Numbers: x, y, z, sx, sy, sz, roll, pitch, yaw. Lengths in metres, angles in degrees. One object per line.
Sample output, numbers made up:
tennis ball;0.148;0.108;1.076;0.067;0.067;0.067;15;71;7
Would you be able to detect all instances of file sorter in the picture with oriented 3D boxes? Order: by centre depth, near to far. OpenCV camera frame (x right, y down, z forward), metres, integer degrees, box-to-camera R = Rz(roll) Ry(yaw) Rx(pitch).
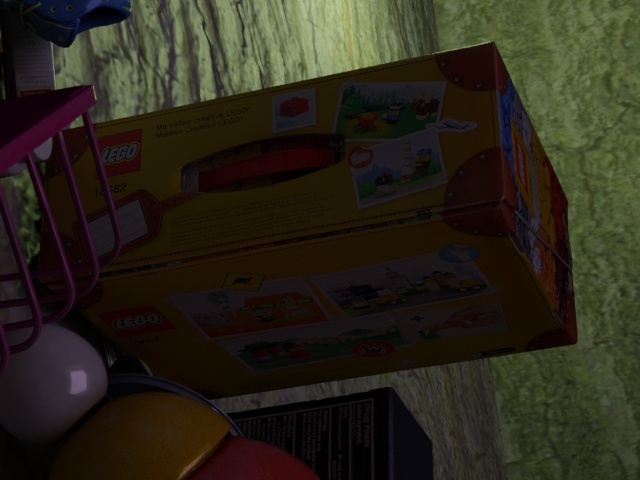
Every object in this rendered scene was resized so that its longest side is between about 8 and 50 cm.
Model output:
file sorter;-0.318;0.000;1.458;0.290;0.202;0.182;-55;134;-66

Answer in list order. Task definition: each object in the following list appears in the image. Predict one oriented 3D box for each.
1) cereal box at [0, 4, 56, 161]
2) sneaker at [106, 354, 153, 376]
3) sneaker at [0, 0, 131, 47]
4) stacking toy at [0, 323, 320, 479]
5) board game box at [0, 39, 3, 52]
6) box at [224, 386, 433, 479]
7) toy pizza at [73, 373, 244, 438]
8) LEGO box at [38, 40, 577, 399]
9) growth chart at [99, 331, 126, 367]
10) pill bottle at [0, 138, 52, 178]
cereal box;-0.306;-0.217;1.734;0.173;0.047;0.240;127;-42;-70
sneaker;-0.199;0.224;1.886;0.094;0.082;0.208;-62;144;-73
sneaker;-0.283;-0.252;1.595;0.091;0.240;0.126;130;-49;-56
stacking toy;-0.154;0.272;1.646;0.480;0.350;0.350;45;21;2
board game box;-0.378;-0.177;1.545;0.181;0.092;0.043;-35;113;-70
box;-0.024;0.357;1.968;0.182;0.294;0.296;53;32;-53
toy pizza;-0.167;0.206;1.773;0.032;0.201;0.201;-67;143;-45
LEGO box;0.000;0.000;1.851;0.372;0.500;0.193;53;32;-57
growth chart;-0.225;0.090;1.960;0.172;0.021;0.237;-53;130;-67
pill bottle;-0.322;-0.089;1.620;0.065;0.116;0.065;-11;90;-71
